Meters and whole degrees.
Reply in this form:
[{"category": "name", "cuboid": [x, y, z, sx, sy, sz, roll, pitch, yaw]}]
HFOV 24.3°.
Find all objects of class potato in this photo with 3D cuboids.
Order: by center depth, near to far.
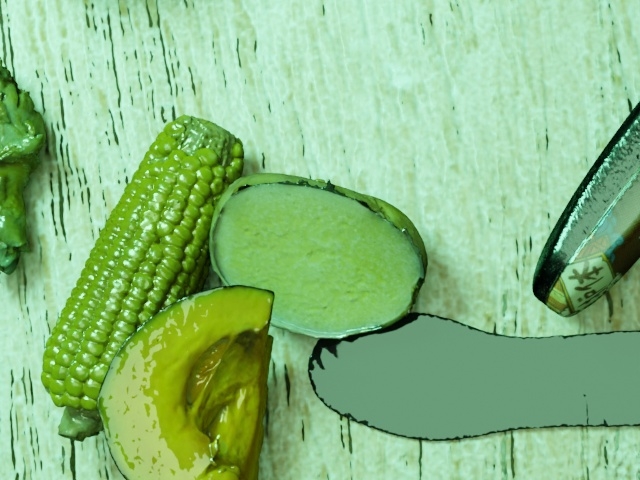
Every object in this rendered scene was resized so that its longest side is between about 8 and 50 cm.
[{"category": "potato", "cuboid": [0.000, 0.000, 1.358, 0.200, 0.081, 0.164, 17, 121, -3]}]

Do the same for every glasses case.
[{"category": "glasses case", "cuboid": [0.294, -0.070, 1.303, 0.082, 0.122, 0.321, 37, 90, 14]}]

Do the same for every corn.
[{"category": "corn", "cuboid": [-0.165, 0.037, 1.383, 0.119, 0.119, 0.322, 24, 80, 13]}]

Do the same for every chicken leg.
[{"category": "chicken leg", "cuboid": [-0.312, -0.075, 1.441, 0.103, 0.088, 0.228, -14, 78, -7]}]

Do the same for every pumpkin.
[{"category": "pumpkin", "cuboid": [-0.122, 0.164, 1.331, 0.149, 0.130, 0.254, 7, 85, -3]}]

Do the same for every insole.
[{"category": "insole", "cuboid": [0.159, 0.124, 1.361, 0.348, 0.009, 0.119, -1, 83, 11]}]
